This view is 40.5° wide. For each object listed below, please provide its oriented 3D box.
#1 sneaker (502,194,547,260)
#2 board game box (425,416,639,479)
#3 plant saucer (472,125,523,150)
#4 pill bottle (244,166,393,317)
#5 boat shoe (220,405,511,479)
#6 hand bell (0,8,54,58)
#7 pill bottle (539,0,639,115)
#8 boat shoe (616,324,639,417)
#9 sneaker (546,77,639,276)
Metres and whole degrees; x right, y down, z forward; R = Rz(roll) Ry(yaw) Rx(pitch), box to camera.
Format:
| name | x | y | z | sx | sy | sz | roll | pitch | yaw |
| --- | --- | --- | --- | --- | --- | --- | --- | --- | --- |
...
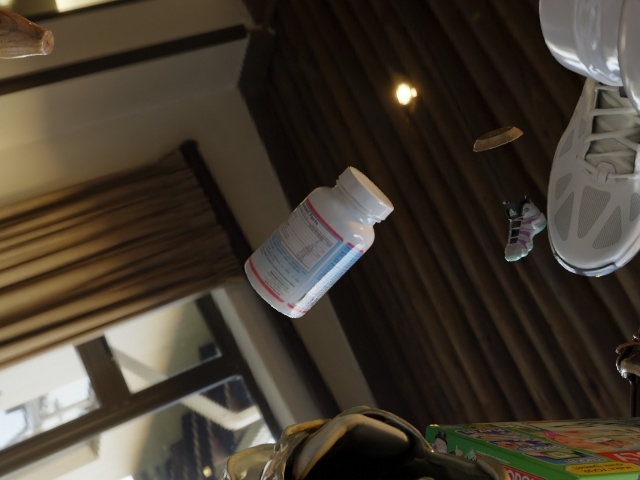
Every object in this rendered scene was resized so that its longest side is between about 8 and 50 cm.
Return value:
| name | x | y | z | sx | sy | sz | roll | pitch | yaw |
| --- | --- | --- | --- | --- | --- | --- | --- | --- | --- |
| sneaker | 0.263 | -0.023 | 1.173 | 0.038 | 0.098 | 0.069 | -14 | -62 | 46 |
| board game box | 0.290 | 0.212 | 0.829 | 0.213 | 0.317 | 0.046 | -2 | -96 | 63 |
| plant saucer | 0.280 | -0.164 | 1.381 | 0.083 | 0.083 | 0.015 | 2 | -63 | 62 |
| pill bottle | 0.000 | 0.000 | 0.930 | 0.087 | 0.160 | 0.087 | 42 | 12 | -11 |
| boat shoe | 0.023 | 0.148 | 0.497 | 0.302 | 0.113 | 0.103 | -1 | -78 | 58 |
| hand bell | -0.333 | -0.182 | 0.709 | 0.242 | 0.126 | 0.126 | 12 | -50 | 11 |
| pill bottle | 0.338 | -0.141 | 0.579 | 0.363 | 0.210 | 0.210 | 37 | -41 | 44 |
| boat shoe | 0.438 | 0.160 | 1.084 | 0.123 | 0.123 | 0.342 | -172 | -92 | -65 |
| sneaker | 0.382 | -0.184 | 1.146 | 0.169 | 0.257 | 0.447 | 16 | -94 | 30 |
